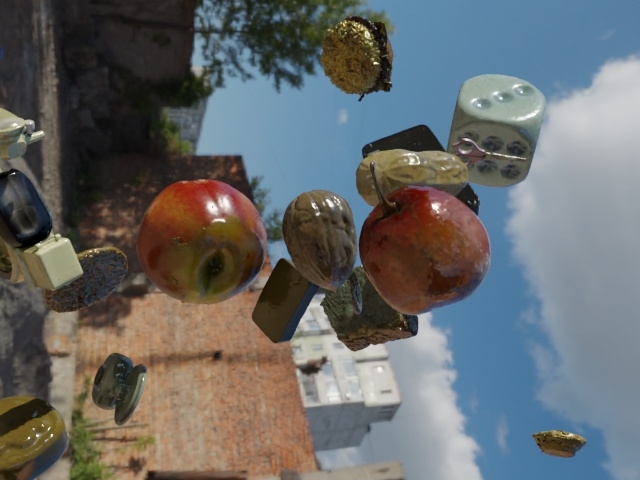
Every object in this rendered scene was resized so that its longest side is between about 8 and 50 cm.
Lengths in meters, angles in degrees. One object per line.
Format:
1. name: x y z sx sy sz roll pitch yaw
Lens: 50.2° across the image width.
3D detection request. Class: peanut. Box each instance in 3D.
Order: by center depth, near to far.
1. peanut: 0.230 -0.150 1.656 0.152 0.313 0.152 5 -84 58

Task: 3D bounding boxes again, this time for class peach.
1. peach: -0.321 -0.007 1.819 0.370 0.370 0.370 178 -90 -74

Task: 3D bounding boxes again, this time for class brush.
1. brush: -0.090 0.152 1.732 0.123 0.059 0.197 39 -70 34

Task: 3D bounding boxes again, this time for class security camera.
1. security camera: -0.522 0.375 1.759 0.301 0.080 0.157 0 -115 63

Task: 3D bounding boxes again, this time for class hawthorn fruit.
1. hawthorn fruit: 0.181 0.008 1.260 0.263 0.231 0.235 59 -40 16

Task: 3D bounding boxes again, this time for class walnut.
1. walnut: 0.002 -0.001 1.508 0.178 0.178 0.230 156 -81 -73

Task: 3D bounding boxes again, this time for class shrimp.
1. shrimp: 0.082 0.123 1.640 0.059 0.023 0.108 42 36 -65

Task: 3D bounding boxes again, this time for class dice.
1. dice: 0.550 -0.346 2.160 0.264 0.268 0.262 91 18 -46

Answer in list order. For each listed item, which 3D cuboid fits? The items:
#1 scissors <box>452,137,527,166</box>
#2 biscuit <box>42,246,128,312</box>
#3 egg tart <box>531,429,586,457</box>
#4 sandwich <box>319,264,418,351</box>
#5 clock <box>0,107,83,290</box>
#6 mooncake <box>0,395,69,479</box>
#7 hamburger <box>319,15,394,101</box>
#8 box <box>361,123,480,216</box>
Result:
1. scissors: 0.470 -0.234 1.911 0.110 0.212 0.021 91 10 -54
2. biscuit: -0.561 0.095 1.641 0.033 0.220 0.220 46 -35 24
3. egg tart: 0.573 0.492 1.649 0.130 0.130 0.052 124 -22 -65
4. sandwich: 0.154 0.209 2.217 0.325 0.131 0.262 -19 -125 32
5. clock: -0.550 -0.101 1.167 0.276 0.120 0.379 7 -58 40
6. mooncake: -0.736 0.484 1.669 0.235 0.235 0.117 -115 -160 -54
7. hamburger: 0.107 -0.531 2.004 0.262 0.139 0.243 12 -58 44
8. box: 0.265 -0.164 1.846 0.058 0.211 0.350 74 -8 -52
